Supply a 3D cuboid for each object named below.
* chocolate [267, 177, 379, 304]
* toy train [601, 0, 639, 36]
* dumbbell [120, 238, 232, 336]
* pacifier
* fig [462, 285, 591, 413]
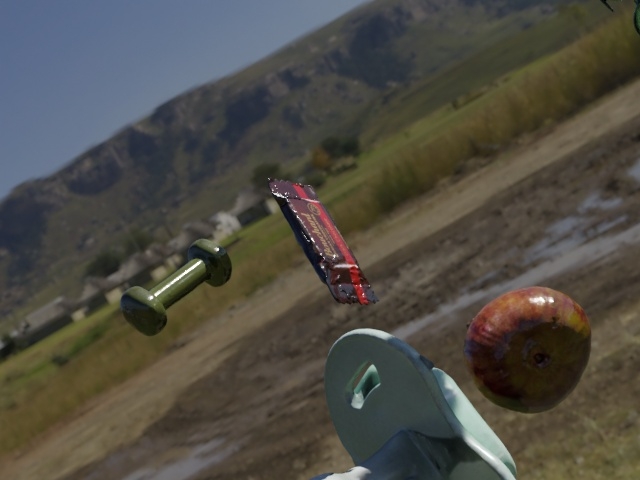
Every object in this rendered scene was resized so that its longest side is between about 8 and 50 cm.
[{"bbox_3d":[0.000,0.000,1.285,0.086,0.182,0.028,2,-43,-50],"label":"chocolate"},{"bbox_3d":[0.229,-0.260,0.859,0.119,0.251,0.085,-43,7,30],"label":"toy train"},{"bbox_3d":[-0.136,0.044,1.076,0.118,0.052,0.046,-37,-31,-41],"label":"dumbbell"},{"bbox_3d":[0.073,0.280,1.294,0.269,0.343,0.288,-23,-24,-31],"label":"pacifier"},{"bbox_3d":[0.248,0.144,1.395,0.202,0.148,0.149,102,-167,-60],"label":"fig"}]
